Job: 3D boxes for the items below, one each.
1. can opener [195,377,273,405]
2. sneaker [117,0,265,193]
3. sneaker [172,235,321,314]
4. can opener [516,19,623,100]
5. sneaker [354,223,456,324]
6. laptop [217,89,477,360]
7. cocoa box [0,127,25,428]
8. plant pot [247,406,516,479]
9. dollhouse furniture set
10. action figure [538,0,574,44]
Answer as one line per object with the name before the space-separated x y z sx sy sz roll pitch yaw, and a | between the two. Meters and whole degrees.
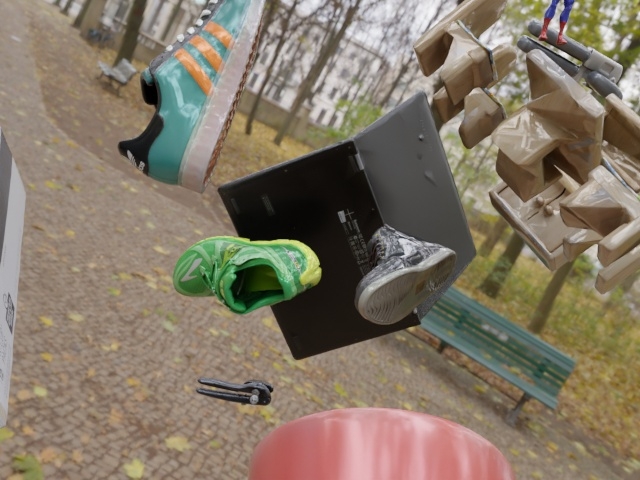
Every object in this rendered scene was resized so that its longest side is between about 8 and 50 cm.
can opener | -0.206 0.362 1.562 0.186 0.059 0.073 4 -4 0
sneaker | -0.150 -0.212 0.796 0.121 0.302 0.108 18 -18 -5
sneaker | -0.145 0.056 1.094 0.295 0.109 0.123 -6 21 32
can opener | 0.544 -0.381 1.387 0.280 0.074 0.093 19 28 -24
sneaker | 0.090 0.045 0.932 0.118 0.083 0.222 27 27 31
laptop | 0.078 -0.030 1.289 0.236 0.408 0.382 -80 149 -69
cocoa box | -0.407 -0.015 0.552 0.231 0.228 0.347 -11 41 -11
plant pot | 0.053 0.325 0.578 0.275 0.275 0.243 26 39 -16
dollhouse furniture set | 0.369 -0.139 0.908 0.362 0.256 0.394 55 6 27
action figure | 0.268 -0.275 0.712 0.038 0.115 0.030 10 9 -1
